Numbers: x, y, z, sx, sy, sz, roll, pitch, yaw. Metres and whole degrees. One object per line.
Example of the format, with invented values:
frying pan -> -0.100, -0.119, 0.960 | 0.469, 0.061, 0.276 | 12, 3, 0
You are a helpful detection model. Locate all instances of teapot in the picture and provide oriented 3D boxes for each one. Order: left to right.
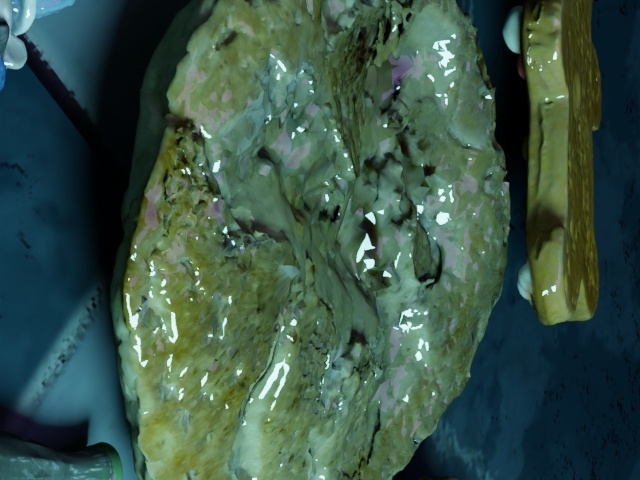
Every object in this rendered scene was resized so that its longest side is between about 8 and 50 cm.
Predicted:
teapot -> -0.138, 0.111, 0.661 | 0.110, 0.043, 0.043 | 15, 86, -58

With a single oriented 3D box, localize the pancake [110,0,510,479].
pancake -> 0.001, 0.000, 0.793 | 0.387, 0.082, 0.387 | -25, 121, -53

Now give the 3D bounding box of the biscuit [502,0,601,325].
biscuit -> 0.172, -0.107, 1.010 | 0.216, 0.047, 0.340 | 13, 76, -72

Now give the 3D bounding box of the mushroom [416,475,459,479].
mushroom -> 0.108, 0.327, 1.022 | 0.109, 0.097, 0.351 | -37, 123, -48

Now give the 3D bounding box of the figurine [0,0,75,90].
figurine -> -0.150, -0.103, 0.573 | 0.149, 0.086, 0.087 | -52, 162, -50
